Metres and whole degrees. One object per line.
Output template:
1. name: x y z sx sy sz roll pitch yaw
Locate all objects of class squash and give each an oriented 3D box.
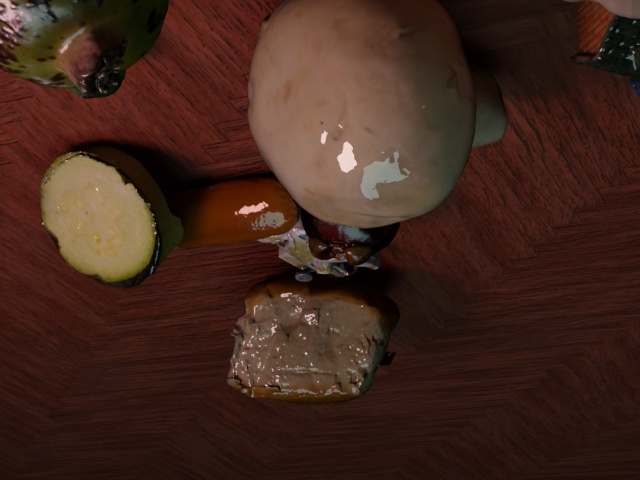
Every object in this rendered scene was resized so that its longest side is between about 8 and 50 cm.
1. squash: -0.298 -0.050 2.045 0.220 0.133 0.220 20 131 25

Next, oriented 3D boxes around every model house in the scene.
1. model house: 0.382 -0.225 1.525 0.183 0.172 0.166 14 154 -17

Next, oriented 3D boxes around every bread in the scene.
1. bread: -0.010 0.166 2.328 0.279 0.225 0.250 6 173 3

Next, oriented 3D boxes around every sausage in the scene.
1. sausage: -0.135 -0.044 2.080 0.238 0.098 0.098 -8 152 31

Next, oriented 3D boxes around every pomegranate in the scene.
1. pomegranate: -0.270 -0.267 1.450 0.254 0.270 0.254 -24 161 -9

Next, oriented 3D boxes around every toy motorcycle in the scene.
1. toy motorcycle: 0.000 0.000 2.178 0.229 0.074 0.151 28 143 -35

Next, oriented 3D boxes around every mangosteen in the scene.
1. mangosteen: 0.044 -0.029 2.018 0.152 0.152 0.152 4 155 2

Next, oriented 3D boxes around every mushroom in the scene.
1. mushroom: 0.091 -0.167 1.632 0.336 0.314 0.314 -8 169 -43

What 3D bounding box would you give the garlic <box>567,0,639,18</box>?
1. garlic: 0.290 -0.306 1.363 0.281 0.184 0.203 -3 173 12

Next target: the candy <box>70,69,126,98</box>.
1. candy: -0.215 -0.275 1.648 0.097 0.097 0.323 22 141 -32
